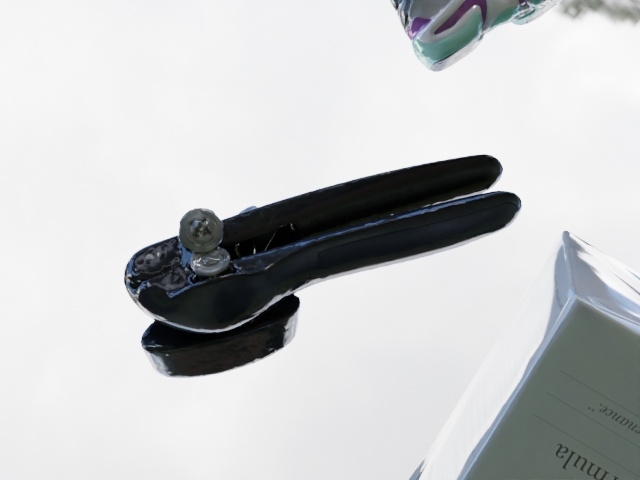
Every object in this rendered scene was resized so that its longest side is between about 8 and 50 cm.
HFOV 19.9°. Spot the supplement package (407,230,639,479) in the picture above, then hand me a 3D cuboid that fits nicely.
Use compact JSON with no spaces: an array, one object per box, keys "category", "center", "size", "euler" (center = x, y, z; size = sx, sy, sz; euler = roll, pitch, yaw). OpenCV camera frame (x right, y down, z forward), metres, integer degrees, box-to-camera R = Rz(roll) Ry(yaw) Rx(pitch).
[{"category":"supplement package","center":[0.095,0.142,0.738],"size":[0.139,0.134,0.244],"euler":[30,-78,0]}]

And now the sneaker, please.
[{"category":"sneaker","center":[0.071,-0.127,0.831],"size":[0.098,0.038,0.069],"euler":[-29,-98,-24]}]

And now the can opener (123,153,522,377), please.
[{"category":"can opener","center":[0.000,0.000,0.830],"size":[0.186,0.059,0.073],"euler":[-23,-32,-9]}]
